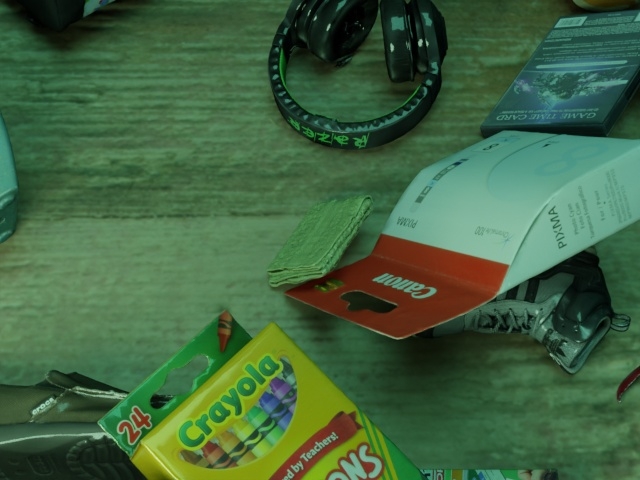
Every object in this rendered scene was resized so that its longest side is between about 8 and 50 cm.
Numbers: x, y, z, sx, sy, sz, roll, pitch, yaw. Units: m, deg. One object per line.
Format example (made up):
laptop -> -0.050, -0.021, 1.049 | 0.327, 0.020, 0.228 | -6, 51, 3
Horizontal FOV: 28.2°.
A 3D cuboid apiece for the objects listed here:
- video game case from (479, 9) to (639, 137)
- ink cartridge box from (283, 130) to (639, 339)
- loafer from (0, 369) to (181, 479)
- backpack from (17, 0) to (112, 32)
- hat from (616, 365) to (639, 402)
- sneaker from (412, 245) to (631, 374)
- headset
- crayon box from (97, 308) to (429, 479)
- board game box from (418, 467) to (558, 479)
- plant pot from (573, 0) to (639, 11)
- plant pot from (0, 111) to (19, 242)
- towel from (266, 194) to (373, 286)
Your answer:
video game case -> 0.368, -0.238, 1.801 | 0.196, 0.026, 0.274 | 3, 45, 41
ink cartridge box -> 0.168, -0.022, 1.536 | 0.385, 0.091, 0.308 | -24, 17, -21
loafer -> -0.267, 0.195, 1.425 | 0.366, 0.134, 0.130 | 0, 52, -3
backpack -> -0.323, -0.503, 1.916 | 0.355, 0.273, 0.290 | -23, 49, -34
hat -> 0.456, 0.090, 1.613 | 0.208, 0.183, 0.173 | 13, 45, -49
sneaker -> 0.245, 0.094, 1.549 | 0.268, 0.101, 0.153 | -18, 56, -16
headset -> 0.080, -0.296, 1.851 | 0.243, 0.185, 0.394 | 18, 68, 15
crayon box -> -0.050, 0.232, 1.322 | 0.318, 0.081, 0.202 | 44, 61, 5
board game box -> 0.163, 0.392, 1.350 | 0.213, 0.046, 0.317 | 0, 52, -1
plant pot -> 0.438, -0.462, 1.945 | 0.205, 0.205, 0.188 | -1, 68, -3
plant pot -> -0.505, -0.091, 1.576 | 0.248, 0.247, 0.252 | -36, 79, -26
towel -> 0.000, 0.000, 1.626 | 0.110, 0.027, 0.148 | -8, 39, 44
